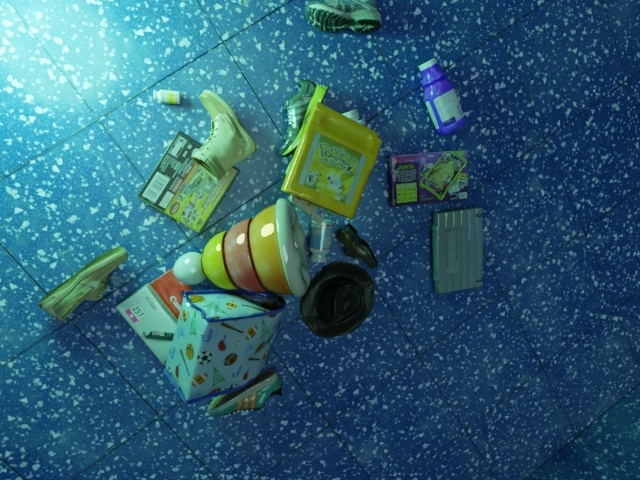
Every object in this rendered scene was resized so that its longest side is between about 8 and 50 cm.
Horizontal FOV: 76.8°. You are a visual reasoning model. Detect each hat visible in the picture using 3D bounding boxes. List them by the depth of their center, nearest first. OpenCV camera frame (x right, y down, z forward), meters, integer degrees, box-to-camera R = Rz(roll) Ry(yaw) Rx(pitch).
[{"bbox_3d":[0.088,0.258,1.616,0.330,0.134,0.332,-3,101,-15],"label":"hat"}]

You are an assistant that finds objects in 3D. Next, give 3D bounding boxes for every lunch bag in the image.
[{"bbox_3d":[-0.320,0.351,1.450,0.385,0.238,0.328,3,111,-45],"label":"lunch bag"}]

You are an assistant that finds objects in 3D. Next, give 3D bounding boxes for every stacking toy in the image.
[{"bbox_3d":[-0.294,0.060,1.426,0.478,0.351,0.352,-10,103,4],"label":"stacking toy"}]

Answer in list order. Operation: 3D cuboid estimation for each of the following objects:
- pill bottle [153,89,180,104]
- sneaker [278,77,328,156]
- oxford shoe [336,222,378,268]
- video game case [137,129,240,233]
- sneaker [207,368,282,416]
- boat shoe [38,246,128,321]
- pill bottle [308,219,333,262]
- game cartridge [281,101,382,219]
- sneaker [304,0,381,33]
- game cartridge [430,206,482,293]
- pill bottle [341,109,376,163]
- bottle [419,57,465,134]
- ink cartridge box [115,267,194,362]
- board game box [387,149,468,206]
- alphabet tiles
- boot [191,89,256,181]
[{"bbox_3d":[-0.519,-0.487,1.368,0.083,0.043,0.044,1,100,-14],"label":"pill bottle"},{"bbox_3d":[-0.087,-0.445,1.468,0.121,0.111,0.300,26,88,-6],"label":"sneaker"},{"bbox_3d":[0.146,0.038,1.629,0.096,0.083,0.227,-38,108,15],"label":"oxford shoe"},{"bbox_3d":[-0.464,-0.204,1.439,0.248,0.035,0.275,33,90,-17],"label":"video game case"},{"bbox_3d":[-0.289,0.633,1.598,0.301,0.108,0.121,-24,101,-11],"label":"sneaker"},{"bbox_3d":[-0.785,0.147,1.382,0.340,0.122,0.110,-34,111,4],"label":"boat shoe"},{"bbox_3d":[0.000,0.000,1.569,0.087,0.087,0.161,4,99,-15],"label":"pill bottle"},{"bbox_3d":[0.048,-0.272,1.414,0.285,0.052,0.324,20,92,-21],"label":"game cartridge"},{"bbox_3d":[0.078,-0.824,1.446,0.282,0.110,0.122,-1,82,-17],"label":"sneaker"},{"bbox_3d":[0.590,0.041,1.747,0.229,0.068,0.356,-6,102,-9],"label":"game cartridge"},{"bbox_3d":[0.129,-0.373,1.518,0.117,0.117,0.215,-22,105,-10],"label":"pill bottle"},{"bbox_3d":[0.469,-0.563,1.585,0.118,0.092,0.283,-31,106,-8],"label":"bottle"},{"bbox_3d":[-0.559,0.274,1.489,0.238,0.060,0.275,-33,106,-5],"label":"ink cartridge box"},{"bbox_3d":[0.443,-0.257,1.660,0.345,0.056,0.209,-6,106,-14],"label":"board game box"},{"bbox_3d":[-0.003,-0.218,1.498,0.284,0.021,0.278,37,68,-34],"label":"alphabet tiles"},{"bbox_3d":[-0.369,-0.356,1.381,0.203,0.095,0.262,-45,114,-22],"label":"boot"}]
